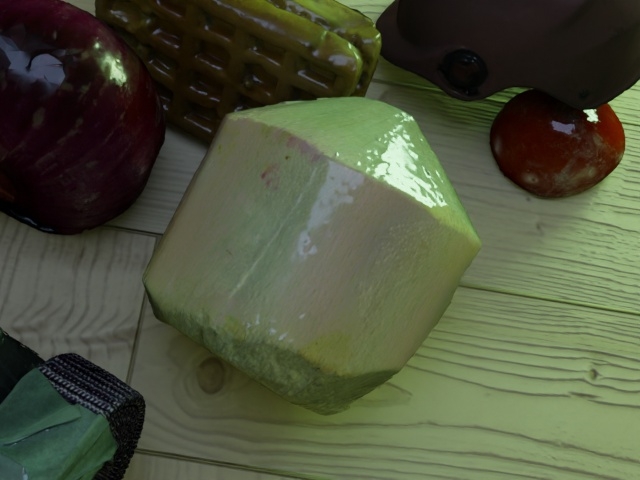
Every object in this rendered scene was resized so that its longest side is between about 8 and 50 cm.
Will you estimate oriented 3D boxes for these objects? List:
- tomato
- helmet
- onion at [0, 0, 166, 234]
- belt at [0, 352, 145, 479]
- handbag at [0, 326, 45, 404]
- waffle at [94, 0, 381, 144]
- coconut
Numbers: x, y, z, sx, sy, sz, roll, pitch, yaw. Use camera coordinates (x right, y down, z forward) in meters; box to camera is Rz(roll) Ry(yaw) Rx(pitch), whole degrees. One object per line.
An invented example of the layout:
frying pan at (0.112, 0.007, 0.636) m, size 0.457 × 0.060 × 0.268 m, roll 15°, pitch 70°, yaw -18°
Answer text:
tomato at (0.283, -0.131, 1.667) m, size 0.159 × 0.091 × 0.139 m, roll -13°, pitch 67°, yaw -14°
helmet at (0.230, -0.298, 1.643) m, size 0.338 × 0.197 × 0.271 m, roll 14°, pitch 45°, yaw 15°
onion at (-0.293, -0.143, 1.529) m, size 0.256 × 0.230 × 0.272 m, roll 6°, pitch 67°, yaw -3°
belt at (-0.278, 0.261, 1.323) m, size 0.122 × 0.260 × 0.325 m, roll 29°, pitch 75°, yaw 10°
handbag at (-0.382, 0.156, 1.398) m, size 0.088 × 0.270 × 0.175 m, roll 48°, pitch 58°, yaw -26°
waffle at (-0.104, -0.209, 1.597) m, size 0.327 × 0.224 × 0.098 m, roll 27°, pitch 48°, yaw 7°
coconut at (0.000, 0.000, 1.456) m, size 0.297 × 0.297 × 0.309 m, roll 32°, pitch 86°, yaw 10°
